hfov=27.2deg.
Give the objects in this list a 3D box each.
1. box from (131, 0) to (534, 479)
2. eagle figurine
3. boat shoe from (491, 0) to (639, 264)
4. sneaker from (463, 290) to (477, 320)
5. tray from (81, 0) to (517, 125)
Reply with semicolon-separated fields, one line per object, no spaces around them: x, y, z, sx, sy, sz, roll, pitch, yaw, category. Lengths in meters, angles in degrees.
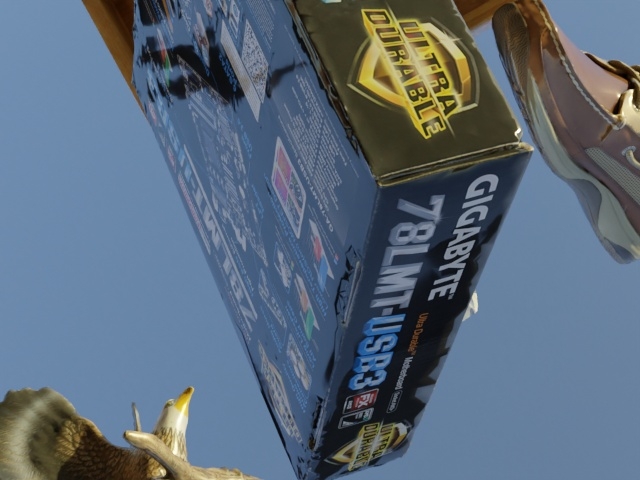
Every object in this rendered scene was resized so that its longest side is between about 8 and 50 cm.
-0.020;-0.067;0.649;0.073;0.293;0.295;-16;-119;-15;box
-0.202;0.255;1.438;0.298;0.226;0.225;-5;-157;45;eagle figurine
0.240;-0.102;1.101;0.116;0.324;0.123;-27;-128;16;boat shoe
-0.001;-0.001;1.174;0.182;0.127;0.315;-40;-137;9;sneaker
0.020;-0.228;1.129;0.411;0.076;0.202;-29;-93;6;tray
